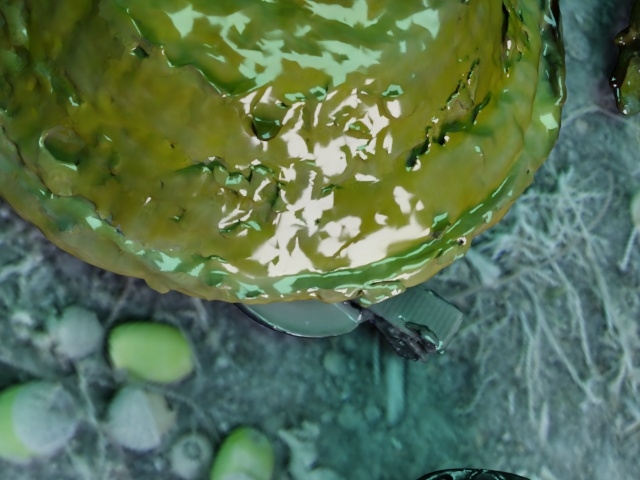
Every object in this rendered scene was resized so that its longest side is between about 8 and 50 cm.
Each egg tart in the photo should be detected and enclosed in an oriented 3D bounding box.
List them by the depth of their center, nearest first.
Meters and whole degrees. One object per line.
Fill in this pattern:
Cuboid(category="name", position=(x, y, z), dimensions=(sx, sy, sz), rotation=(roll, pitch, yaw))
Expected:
Cuboid(category="egg tart", position=(-0.027, -0.128, 0.648), dimensions=(0.341, 0.132, 0.341), rotation=(4, 69, -11))

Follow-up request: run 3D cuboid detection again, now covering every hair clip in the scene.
Cuboid(category="hair clip", position=(0.000, 0.000, 0.701), dimensions=(0.172, 0.049, 0.116), rotation=(39, 59, -5))

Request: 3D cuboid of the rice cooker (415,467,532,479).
Cuboid(category="rice cooker", position=(0.081, 0.200, 0.664), dimensions=(0.112, 0.106, 0.165), rotation=(7, 86, -20))

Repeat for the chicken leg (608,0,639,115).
Cuboid(category="chicken leg", position=(0.291, -0.267, 0.852), dimensions=(0.201, 0.152, 0.429), rotation=(29, 73, -24))
